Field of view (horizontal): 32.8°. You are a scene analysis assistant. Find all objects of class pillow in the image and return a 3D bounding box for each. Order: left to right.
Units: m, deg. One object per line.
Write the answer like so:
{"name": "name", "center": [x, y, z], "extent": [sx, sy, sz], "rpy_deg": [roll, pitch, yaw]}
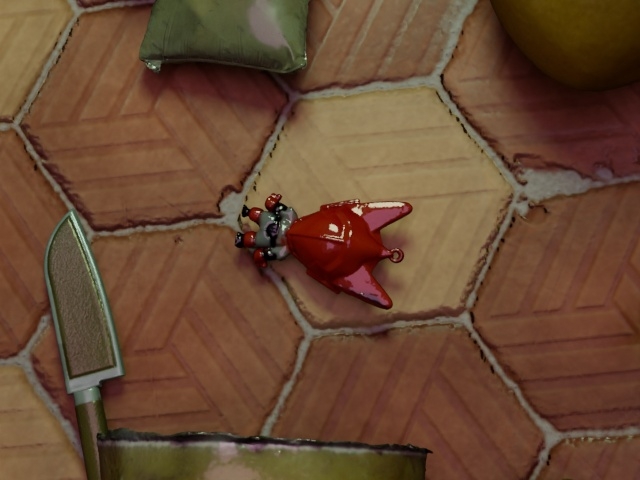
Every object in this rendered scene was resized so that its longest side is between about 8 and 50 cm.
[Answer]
{"name": "pillow", "center": [-0.079, -0.311, 1.134], "extent": [0.185, 0.075, 0.302], "rpy_deg": [7, 78, 17]}

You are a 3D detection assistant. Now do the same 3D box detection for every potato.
{"name": "potato", "center": [-0.059, 0.264, 0.940], "extent": [0.300, 0.246, 0.196], "rpy_deg": [2, 75, 10]}

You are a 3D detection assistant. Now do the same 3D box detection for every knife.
{"name": "knife", "center": [-0.225, 0.131, 1.084], "extent": [0.061, 0.027, 0.343], "rpy_deg": [-16, 75, 2]}

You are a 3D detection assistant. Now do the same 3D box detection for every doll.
{"name": "doll", "center": [0.000, 0.000, 1.080], "extent": [0.169, 0.057, 0.109], "rpy_deg": [12, 82, 5]}

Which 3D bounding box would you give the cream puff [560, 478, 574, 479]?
{"name": "cream puff", "center": [0.217, 0.295, 0.979], "extent": [0.165, 0.115, 0.150], "rpy_deg": [42, 82, 9]}

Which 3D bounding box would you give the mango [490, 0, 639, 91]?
{"name": "mango", "center": [0.321, -0.354, 1.049], "extent": [0.300, 0.232, 0.445], "rpy_deg": [27, 89, 4]}
